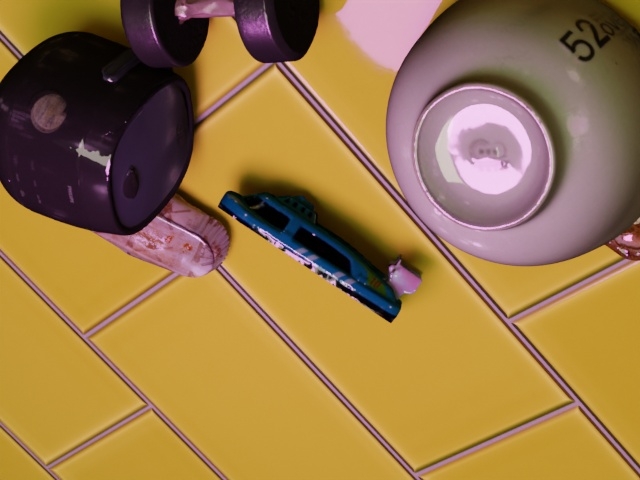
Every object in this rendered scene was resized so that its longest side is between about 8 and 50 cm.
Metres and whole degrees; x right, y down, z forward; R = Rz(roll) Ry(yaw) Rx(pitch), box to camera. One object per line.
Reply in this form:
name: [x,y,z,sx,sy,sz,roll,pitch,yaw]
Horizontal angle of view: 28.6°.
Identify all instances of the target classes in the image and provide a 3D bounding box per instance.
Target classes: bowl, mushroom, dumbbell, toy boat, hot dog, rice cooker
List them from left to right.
rice cooker: [-0.311,-0.148,1.709,0.224,0.267,0.267,20,129,20]
hot dog: [-0.263,-0.030,1.881,0.268,0.075,0.144,29,134,-2]
dumbbell: [-0.126,-0.295,1.582,0.218,0.152,0.152,1,123,24]
toy boat: [0.000,0.000,1.779,0.299,0.134,0.092,34,93,0]
bowl: [0.221,-0.119,1.481,0.353,0.185,0.354,9,111,25]
mushroom: [0.402,-0.030,1.579,0.127,0.087,0.127,16,130,20]
